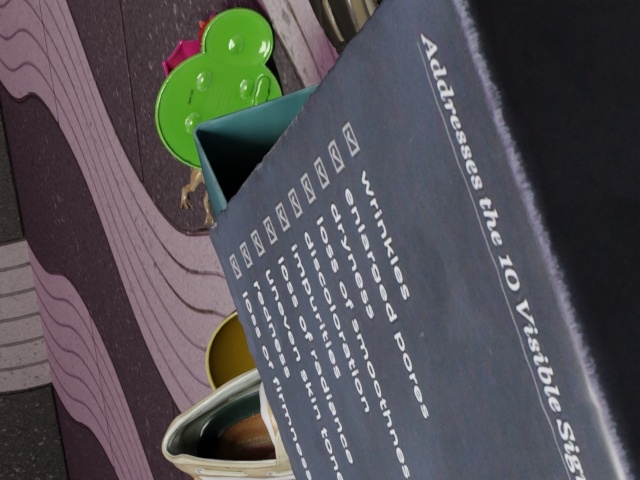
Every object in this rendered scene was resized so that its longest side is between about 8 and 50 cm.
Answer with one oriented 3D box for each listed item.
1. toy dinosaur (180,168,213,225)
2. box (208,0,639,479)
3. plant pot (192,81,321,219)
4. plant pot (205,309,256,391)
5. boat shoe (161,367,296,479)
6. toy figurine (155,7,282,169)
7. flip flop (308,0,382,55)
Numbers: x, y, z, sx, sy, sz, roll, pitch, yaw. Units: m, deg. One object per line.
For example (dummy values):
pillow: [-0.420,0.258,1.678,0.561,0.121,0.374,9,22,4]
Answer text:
toy dinosaur: [-0.132,-0.077,2.233,0.183,0.053,0.093,42,130,48]
box: [0.187,0.116,0.906,0.472,0.297,0.480,134,118,-73]
plant pot: [0.000,0.000,1.667,0.234,0.165,0.166,90,158,-62]
plant pot: [-0.047,0.112,2.011,0.095,0.134,0.134,-72,-28,-69]
boat shoe: [-0.009,0.154,1.676,0.302,0.103,0.113,-29,62,34]
toy figurine: [-0.111,-0.180,1.963,0.159,0.130,0.173,-118,39,-62]
flip flop: [0.061,-0.158,1.461,0.277,0.080,0.112,60,169,-13]
